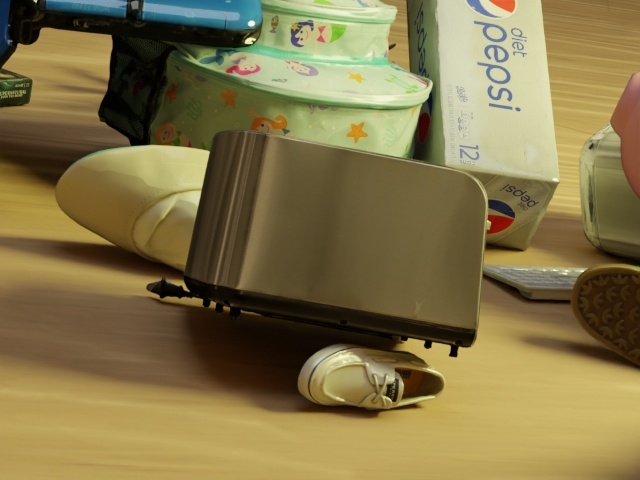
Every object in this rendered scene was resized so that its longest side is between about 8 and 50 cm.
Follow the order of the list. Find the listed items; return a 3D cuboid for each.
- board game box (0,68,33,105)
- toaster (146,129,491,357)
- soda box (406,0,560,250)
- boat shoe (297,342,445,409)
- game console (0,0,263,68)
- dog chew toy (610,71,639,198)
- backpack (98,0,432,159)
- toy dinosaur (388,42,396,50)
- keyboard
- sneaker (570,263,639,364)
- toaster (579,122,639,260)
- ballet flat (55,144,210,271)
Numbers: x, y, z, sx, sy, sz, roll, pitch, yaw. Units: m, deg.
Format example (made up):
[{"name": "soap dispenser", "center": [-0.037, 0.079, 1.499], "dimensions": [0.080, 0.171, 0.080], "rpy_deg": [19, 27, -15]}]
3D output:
[{"name": "board game box", "center": [-0.366, -0.153, 1.678], "dimensions": [0.186, 0.026, 0.126], "rpy_deg": [20, 17, 29]}, {"name": "toaster", "center": [0.000, 0.000, 1.146], "dimensions": [0.185, 0.110, 0.168], "rpy_deg": [10, -1, -10]}, {"name": "soda box", "center": [0.131, -0.133, 1.565], "dimensions": [0.098, 0.091, 0.286], "rpy_deg": [7, 50, -10]}, {"name": "boat shoe", "center": [0.032, 0.081, 1.082], "dimensions": [0.100, 0.035, 0.035], "rpy_deg": [6, 11, -44]}, {"name": "game console", "center": [-0.184, -0.166, 1.433], "dimensions": [0.250, 0.173, 0.293], "rpy_deg": [6, 32, -9]}, {"name": "dog chew toy", "center": [0.365, -0.032, 1.346], "dimensions": [0.331, 0.207, 0.206], "rpy_deg": [25, 17, 8]}, {"name": "backpack", "center": [-0.035, -0.119, 1.510], "dimensions": [0.225, 0.191, 0.253], "rpy_deg": [3, 22, -32]}, {"name": "toy dinosaur", "center": [-0.087, -0.149, 1.753], "dimensions": [0.160, 0.121, 0.313], "rpy_deg": [15, -12, -33]}, {"name": "keyboard", "center": [0.243, 0.033, 1.459], "dimensions": [0.256, 0.014, 0.072], "rpy_deg": [3, 17, -30]}, {"name": "sneaker", "center": [0.267, 0.059, 1.292], "dimensions": [0.192, 0.064, 0.086], "rpy_deg": [16, 10, 9]}, {"name": "toaster", "center": [0.313, -0.047, 1.552], "dimensions": [0.146, 0.129, 0.227], "rpy_deg": [8, 25, 39]}, {"name": "ballet flat", "center": [-0.056, -0.011, 1.291], "dimensions": [0.248, 0.086, 0.086], "rpy_deg": [5, 16, -26]}]
